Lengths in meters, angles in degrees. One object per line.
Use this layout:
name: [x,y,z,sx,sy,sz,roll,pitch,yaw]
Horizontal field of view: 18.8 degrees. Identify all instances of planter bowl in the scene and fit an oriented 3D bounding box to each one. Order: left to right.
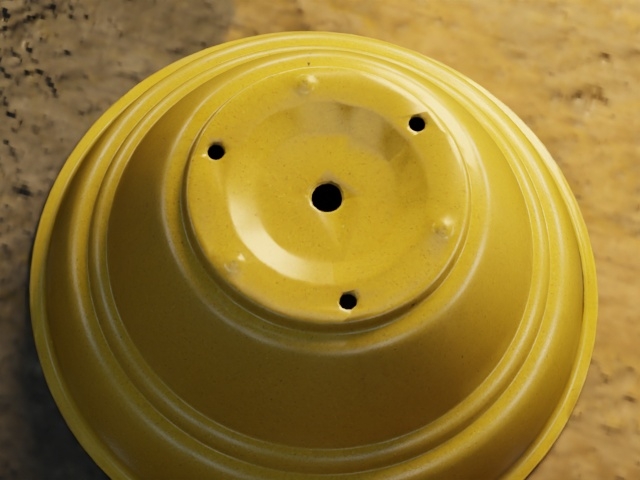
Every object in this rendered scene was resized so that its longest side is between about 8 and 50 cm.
planter bowl: [0.000,0.000,0.697,0.217,0.090,0.217,1,68,-2]
